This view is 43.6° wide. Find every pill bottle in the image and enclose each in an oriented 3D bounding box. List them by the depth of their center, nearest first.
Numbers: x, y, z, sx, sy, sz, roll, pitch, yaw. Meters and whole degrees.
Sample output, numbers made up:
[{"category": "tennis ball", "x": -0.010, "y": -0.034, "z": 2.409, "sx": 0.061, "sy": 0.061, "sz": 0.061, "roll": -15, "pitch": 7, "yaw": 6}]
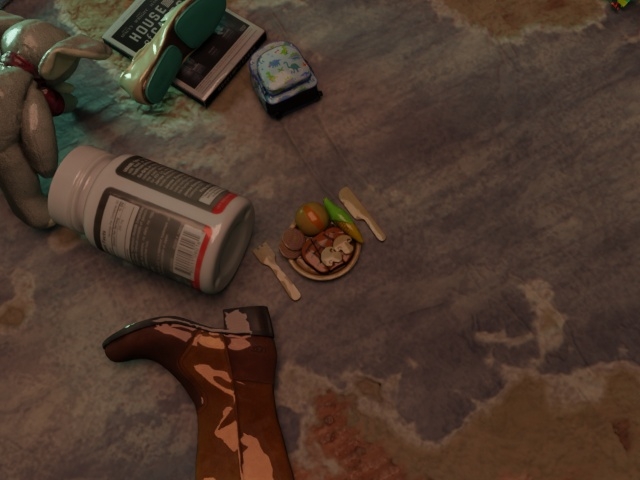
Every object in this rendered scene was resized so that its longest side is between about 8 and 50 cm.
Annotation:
[{"category": "pill bottle", "x": -0.261, "y": -0.038, "z": 1.240, "sx": 0.283, "sy": 0.161, "sz": 0.161, "roll": 22, "pitch": 72, "yaw": 10}]

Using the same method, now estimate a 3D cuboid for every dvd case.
[{"category": "dvd case", "x": -0.244, "y": -0.364, "z": 1.433, "sx": 0.239, "sy": 0.029, "sz": 0.179, "roll": 33, "pitch": 74, "yaw": 13}]

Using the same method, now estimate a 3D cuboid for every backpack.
[{"category": "backpack", "x": -0.067, "y": -0.285, "z": 1.367, "sx": 0.105, "sy": 0.084, "sz": 0.114, "roll": -26, "pitch": 68, "yaw": -10}]

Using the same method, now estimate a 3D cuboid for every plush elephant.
[{"category": "plush elephant", "x": -0.483, "y": -0.241, "z": 1.286, "sx": 0.272, "sy": 0.330, "sz": 0.255, "roll": 29, "pitch": 55, "yaw": 20}]

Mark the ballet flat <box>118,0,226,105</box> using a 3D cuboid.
[{"category": "ballet flat", "x": -0.259, "y": -0.343, "z": 1.372, "sx": 0.086, "sy": 0.086, "sz": 0.248, "roll": 30, "pitch": 74, "yaw": 13}]

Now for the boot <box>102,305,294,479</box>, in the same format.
[{"category": "boot", "x": -0.184, "y": 0.252, "z": 1.186, "sx": 0.264, "sy": 0.096, "sz": 0.280, "roll": -5, "pitch": 76, "yaw": -8}]

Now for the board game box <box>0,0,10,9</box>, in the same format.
[{"category": "board game box", "x": -0.594, "y": -0.533, "z": 1.512, "sx": 0.145, "sy": 0.027, "sz": 0.281, "roll": 39, "pitch": 75, "yaw": 17}]

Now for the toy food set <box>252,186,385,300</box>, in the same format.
[{"category": "toy food set", "x": 0.000, "y": 0.000, "z": 1.280, "sx": 0.192, "sy": 0.038, "sz": 0.132, "roll": -35, "pitch": 72, "yaw": -11}]

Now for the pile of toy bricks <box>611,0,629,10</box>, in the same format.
[{"category": "pile of toy bricks", "x": 0.550, "y": -0.459, "z": 1.411, "sx": 0.212, "sy": 0.118, "sz": 0.105, "roll": 45, "pitch": 116, "yaw": 6}]
